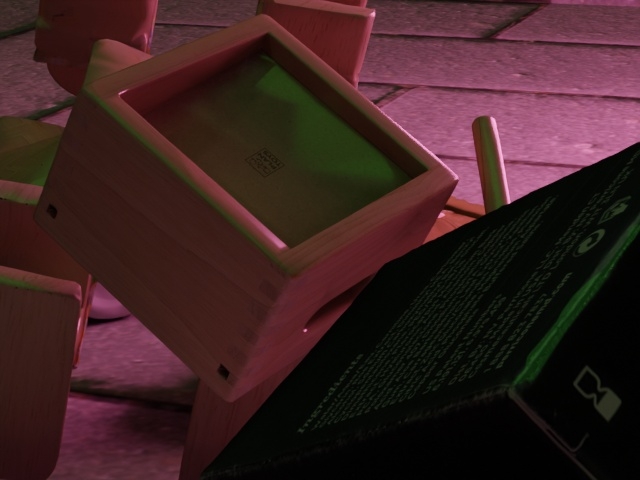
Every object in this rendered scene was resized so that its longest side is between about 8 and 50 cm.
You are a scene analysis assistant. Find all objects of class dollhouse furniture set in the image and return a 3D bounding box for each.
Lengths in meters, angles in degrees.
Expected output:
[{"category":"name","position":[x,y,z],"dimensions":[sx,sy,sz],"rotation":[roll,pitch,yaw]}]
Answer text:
[{"category":"dollhouse furniture set","position":[-0.178,-0.003,0.979],"dimensions":[0.394,0.256,0.362],"rotation":[10,40,-5]}]

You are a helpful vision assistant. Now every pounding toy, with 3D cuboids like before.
[{"category":"pounding toy","position":[0.010,0.000,0.765],"dimensions":[0.206,0.094,0.181],"rotation":[42,41,16]}]

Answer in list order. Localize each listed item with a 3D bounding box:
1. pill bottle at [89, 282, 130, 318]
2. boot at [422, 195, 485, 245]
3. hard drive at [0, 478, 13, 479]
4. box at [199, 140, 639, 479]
[{"category":"pill bottle","position":[-0.180,-0.003,1.240],"dimensions":[0.087,0.087,0.160],"rotation":[-10,19,-27]},{"category":"boot","position":[-0.001,0.024,1.142],"dimensions":[0.236,0.089,0.269],"rotation":[9,20,31]},{"category":"hard drive","position":[-0.074,0.146,0.648],"dimensions":[0.339,0.064,0.237],"rotation":[7,-1,23]},{"category":"box","position":[0.079,0.070,0.407],"dimensions":[0.093,0.156,0.158],"rotation":[-50,11,-29]}]
